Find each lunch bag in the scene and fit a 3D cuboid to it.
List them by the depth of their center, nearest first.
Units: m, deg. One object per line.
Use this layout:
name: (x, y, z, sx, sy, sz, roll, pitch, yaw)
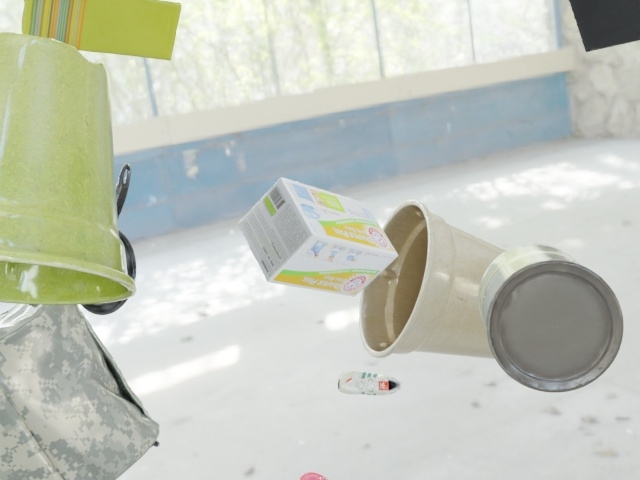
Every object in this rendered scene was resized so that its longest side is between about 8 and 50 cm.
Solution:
lunch bag: (-0.399, 0.239, 1.311, 0.256, 0.305, 0.212, -34, 17, -19)

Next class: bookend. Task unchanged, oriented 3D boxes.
bookend: (0.311, -0.325, 1.030, 0.072, 0.157, 0.156, -9, -33, 24)

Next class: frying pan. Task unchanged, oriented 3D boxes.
frying pan: (-0.486, 0.001, 2.015, 0.053, 0.326, 0.197, 0, 7, 33)

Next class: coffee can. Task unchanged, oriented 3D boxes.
coffee can: (0.365, 0.116, 1.513, 0.201, 0.201, 0.275, -6, 5, 7)

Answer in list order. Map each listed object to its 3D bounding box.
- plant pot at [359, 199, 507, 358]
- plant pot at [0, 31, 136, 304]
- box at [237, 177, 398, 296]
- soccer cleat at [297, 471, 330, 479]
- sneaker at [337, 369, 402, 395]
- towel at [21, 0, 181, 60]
plant pot: (0.286, 0.115, 1.933, 0.305, 0.334, 0.334, 16, 6, -16)
plant pot: (-0.332, -0.076, 1.008, 0.276, 0.254, 0.276, 1, -13, 0)
box: (0.000, 0.000, 1.350, 0.103, 0.114, 0.203, -45, -33, 25)
soccer cleat: (0.043, 0.510, 1.597, 0.083, 0.248, 0.095, -38, -18, -20)
sneaker: (0.118, 0.331, 2.146, 0.161, 0.057, 0.075, 9, -12, -34)
towel: (-0.339, -0.339, 1.432, 0.237, 0.102, 0.021, 2, 36, -26)
